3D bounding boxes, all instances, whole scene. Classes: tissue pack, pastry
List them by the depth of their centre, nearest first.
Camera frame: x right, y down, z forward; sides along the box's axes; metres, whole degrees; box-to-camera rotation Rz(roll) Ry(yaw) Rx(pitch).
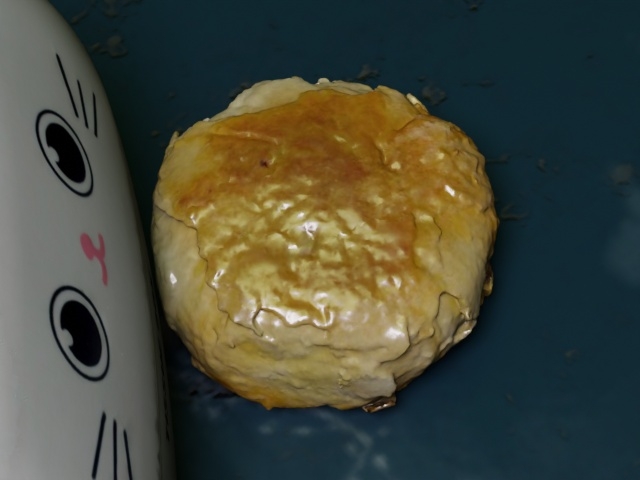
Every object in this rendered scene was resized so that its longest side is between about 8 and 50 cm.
[{"bbox_3d":[-0.174,0.050,0.730,0.229,0.236,0.333,-12,55,2],"label":"tissue pack"},{"bbox_3d":[0.001,-0.002,0.829,0.153,0.081,0.153,-4,52,5],"label":"pastry"}]
